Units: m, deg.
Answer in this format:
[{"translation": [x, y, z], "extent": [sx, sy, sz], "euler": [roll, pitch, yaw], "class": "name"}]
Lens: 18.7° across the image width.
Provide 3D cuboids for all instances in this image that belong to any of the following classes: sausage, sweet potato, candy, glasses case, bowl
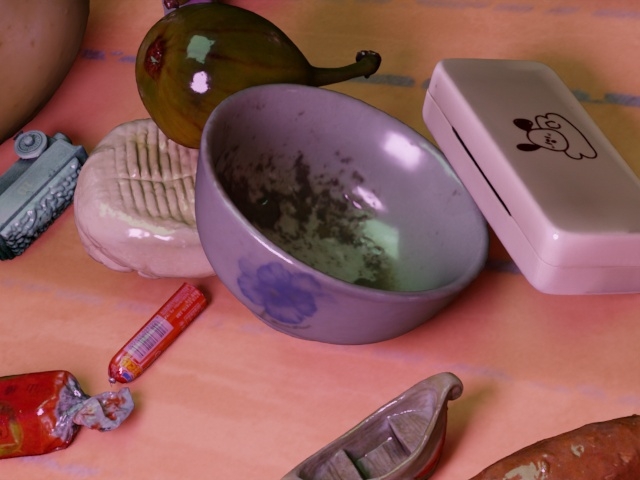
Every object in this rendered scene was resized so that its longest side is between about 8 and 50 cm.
[{"translation": [-0.166, 0.097, 1.934], "extent": [0.034, 0.034, 0.129], "euler": [23, 63, 44], "class": "sausage"}, {"translation": [0.175, 0.213, 1.575], "extent": [0.251, 0.097, 0.097], "euler": [-28, 40, -3], "class": "sweet potato"}, {"translation": [-0.313, 0.175, 1.921], "extent": [0.292, 0.059, 0.086], "euler": [-9, 43, 22], "class": "candy"}, {"translation": [0.206, -0.065, 1.811], "extent": [0.131, 0.070, 0.313], "euler": [0, 34, -21], "class": "glasses case"}, {"translation": [0.000, 0.000, 1.814], "extent": [0.289, 0.289, 0.146], "euler": [-90, 23, -51], "class": "bowl"}]

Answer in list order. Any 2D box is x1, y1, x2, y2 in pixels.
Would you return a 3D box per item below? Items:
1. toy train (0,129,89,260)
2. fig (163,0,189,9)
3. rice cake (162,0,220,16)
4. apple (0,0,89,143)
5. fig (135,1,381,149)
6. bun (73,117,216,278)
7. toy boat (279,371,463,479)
[{"translation": [-0.328, -0.050, 2.160], "extent": [0.099, 0.070, 0.172], "euler": [29, 66, 34], "class": "toy train"}, {"translation": [-0.106, -0.348, 2.239], "extent": [0.126, 0.133, 0.185], "euler": [-24, 35, 47], "class": "fig"}, {"translation": [-0.141, -0.238, 2.253], "extent": [0.072, 0.056, 0.365], "euler": [-25, 40, 9], "class": "rice cake"}, {"translation": [-0.506, -0.283, 2.219], "extent": [0.473, 0.474, 0.474], "euler": [-16, 42, 15], "class": "apple"}, {"translation": [-0.053, -0.152, 1.933], "extent": [0.151, 0.259, 0.151], "euler": [-23, 62, 55], "class": "fig"}, {"translation": [-0.138, -0.036, 1.972], "extent": [0.229, 0.145, 0.229], "euler": [2, 48, -2], "class": "bun"}, {"translation": [0.052, 0.186, 1.684], "extent": [0.185, 0.071, 0.089], "euler": [-34, 39, -6], "class": "toy boat"}]
